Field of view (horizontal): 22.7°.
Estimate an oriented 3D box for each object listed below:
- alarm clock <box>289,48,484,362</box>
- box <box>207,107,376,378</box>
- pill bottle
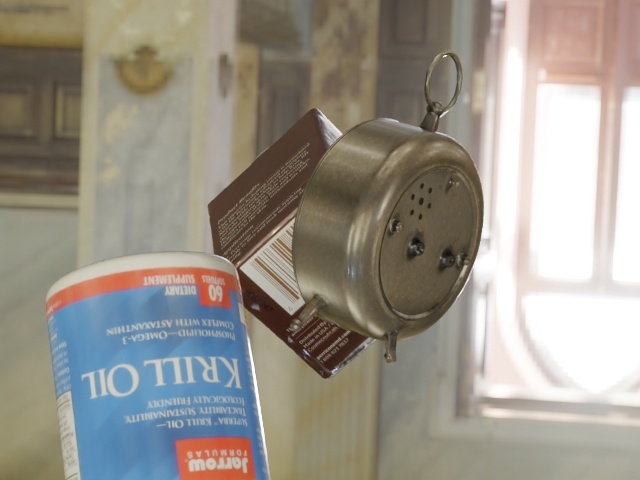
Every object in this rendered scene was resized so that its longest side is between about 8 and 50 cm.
[{"bbox_3d":[0.052,-0.023,0.961,0.064,0.192,0.129,14,176,38],"label":"alarm clock"},{"bbox_3d":[0.000,0.000,1.678,0.167,0.168,0.203,43,-166,-22],"label":"box"},{"bbox_3d":[-0.094,0.127,0.970,0.124,0.221,0.124,-10,164,-3],"label":"pill bottle"}]
